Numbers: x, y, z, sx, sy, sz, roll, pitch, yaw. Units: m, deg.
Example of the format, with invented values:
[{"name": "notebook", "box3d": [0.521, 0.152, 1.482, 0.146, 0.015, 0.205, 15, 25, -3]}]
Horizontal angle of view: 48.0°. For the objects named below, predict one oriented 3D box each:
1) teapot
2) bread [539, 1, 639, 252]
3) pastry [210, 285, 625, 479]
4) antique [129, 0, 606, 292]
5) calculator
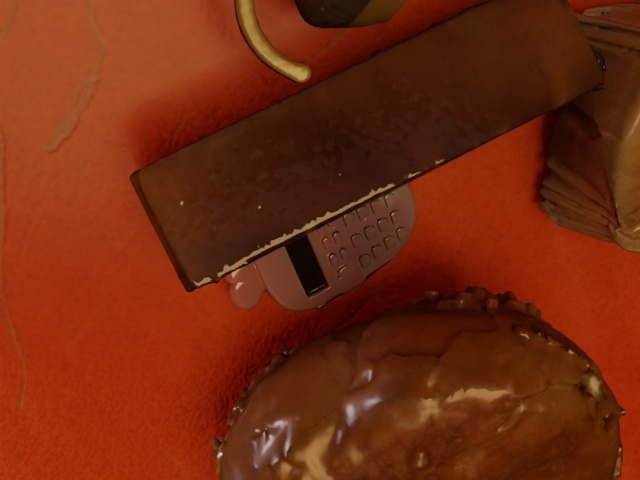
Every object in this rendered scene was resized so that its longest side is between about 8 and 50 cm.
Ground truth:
[{"name": "teapot", "box3d": [0.001, -0.182, 0.432, 0.119, 0.130, 0.165, 28, 96, -12]}, {"name": "bread", "box3d": [0.288, -0.093, 0.572, 0.210, 0.109, 0.192, -10, 121, -14]}, {"name": "pastry", "box3d": [0.070, 0.156, 0.576, 0.311, 0.161, 0.255, -24, 128, 4]}, {"name": "antique", "box3d": [0.033, -0.071, 0.492, 0.310, 0.093, 0.087, -27, 92, -6]}, {"name": "calculator", "box3d": [0.000, 0.000, 0.565, 0.166, 0.024, 0.103, -27, 118, -8]}]
